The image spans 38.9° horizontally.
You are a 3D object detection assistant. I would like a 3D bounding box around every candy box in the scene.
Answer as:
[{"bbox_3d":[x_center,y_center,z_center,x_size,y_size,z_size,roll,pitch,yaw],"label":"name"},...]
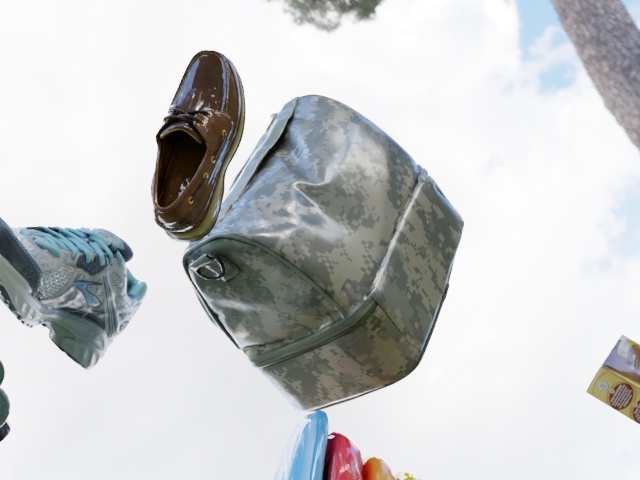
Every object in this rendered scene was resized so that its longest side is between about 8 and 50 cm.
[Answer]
[{"bbox_3d":[0.452,0.207,1.177,0.109,0.186,0.053,-31,-35,-53],"label":"candy box"}]

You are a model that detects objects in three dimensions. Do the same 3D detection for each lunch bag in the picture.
[{"bbox_3d":[0.000,0.000,1.040,0.212,0.305,0.256,-24,-64,40],"label":"lunch bag"}]

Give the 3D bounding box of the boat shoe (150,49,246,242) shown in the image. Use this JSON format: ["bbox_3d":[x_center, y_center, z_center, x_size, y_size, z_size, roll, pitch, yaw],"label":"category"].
[{"bbox_3d":[-0.108,-0.090,0.782,0.064,0.178,0.060,4,-19,16],"label":"boat shoe"}]

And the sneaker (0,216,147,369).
[{"bbox_3d":[-0.257,0.022,0.891,0.122,0.110,0.283,-45,-22,-11],"label":"sneaker"}]

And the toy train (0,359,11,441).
[{"bbox_3d":[-0.528,0.151,1.138,0.190,0.142,0.334,-27,-61,-11],"label":"toy train"}]

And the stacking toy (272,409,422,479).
[{"bbox_3d":[0.098,0.289,0.863,0.301,0.166,0.175,14,-51,-3],"label":"stacking toy"}]
